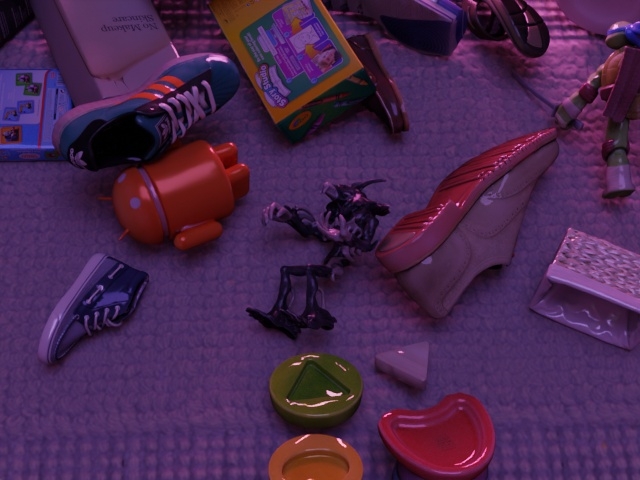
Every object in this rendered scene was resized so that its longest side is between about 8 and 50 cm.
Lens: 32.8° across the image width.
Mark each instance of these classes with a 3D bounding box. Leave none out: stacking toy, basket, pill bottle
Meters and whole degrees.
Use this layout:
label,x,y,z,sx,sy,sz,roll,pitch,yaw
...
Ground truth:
label,x,y,z,sx,sy,sz,roll,pitch,yaw
stacking toy,0.068,0.283,1.488,0.309,0.130,0.279,-6,35,-11
basket,0.409,0.069,1.598,0.167,0.113,0.103,22,60,8
pill bottle,0.540,-0.535,1.900,0.188,0.188,0.334,22,62,8

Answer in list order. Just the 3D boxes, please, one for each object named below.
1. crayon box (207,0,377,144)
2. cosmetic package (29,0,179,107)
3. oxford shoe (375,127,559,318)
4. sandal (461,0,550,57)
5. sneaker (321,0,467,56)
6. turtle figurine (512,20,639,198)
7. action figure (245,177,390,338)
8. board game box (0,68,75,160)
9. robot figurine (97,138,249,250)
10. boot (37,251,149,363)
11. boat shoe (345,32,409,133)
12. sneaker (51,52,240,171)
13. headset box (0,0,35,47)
label,x,y,z,sx,sy,sz,roll,pitch,yaw
crayon box,-0.049,-0.315,1.761,0.165,0.081,0.278,-32,64,7
cosmetic package,-0.338,-0.315,1.739,0.160,0.113,0.309,-13,61,-31
oxford shoe,0.248,-0.035,1.658,0.397,0.140,0.146,-39,103,-28
sandal,0.287,-0.395,1.866,0.120,0.086,0.303,10,33,-41
sneaker,0.122,-0.461,1.864,0.315,0.127,0.182,27,65,13
turtle figurine,0.491,-0.202,1.762,0.198,0.275,0.266,-4,80,-31
action figure,0.000,0.000,1.583,0.164,0.141,0.275,-1,56,47
board game box,-0.499,-0.201,1.725,0.212,0.039,0.160,0,60,-5
robot figurine,-0.214,-0.070,1.622,0.219,0.128,0.158,-22,104,-16
boot,-0.322,0.104,1.550,0.086,0.069,0.190,20,60,10
boat shoe,0.081,-0.252,1.779,0.073,0.073,0.207,-16,56,-11
sneaker,-0.234,-0.177,1.593,0.302,0.108,0.121,-29,39,-20
headset box,-0.524,-0.457,1.765,0.110,0.218,0.293,31,62,14
